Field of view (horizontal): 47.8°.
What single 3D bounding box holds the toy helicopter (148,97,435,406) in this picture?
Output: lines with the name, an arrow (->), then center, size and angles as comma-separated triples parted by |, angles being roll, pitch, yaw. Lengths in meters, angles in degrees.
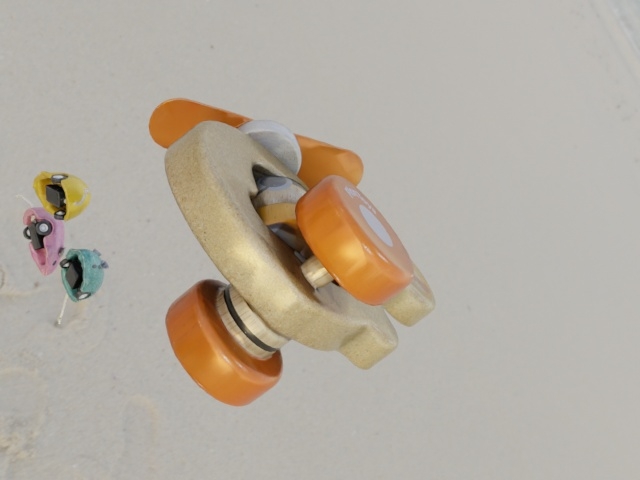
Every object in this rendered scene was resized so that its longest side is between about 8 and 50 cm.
toy helicopter -> 0.000, 0.000, 0.584 | 0.235, 0.140, 0.355 | 58, 16, 27

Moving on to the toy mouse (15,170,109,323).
toy mouse -> -0.225, 0.006, 0.641 | 0.031, 0.161, 0.143 | -18, 116, -42
